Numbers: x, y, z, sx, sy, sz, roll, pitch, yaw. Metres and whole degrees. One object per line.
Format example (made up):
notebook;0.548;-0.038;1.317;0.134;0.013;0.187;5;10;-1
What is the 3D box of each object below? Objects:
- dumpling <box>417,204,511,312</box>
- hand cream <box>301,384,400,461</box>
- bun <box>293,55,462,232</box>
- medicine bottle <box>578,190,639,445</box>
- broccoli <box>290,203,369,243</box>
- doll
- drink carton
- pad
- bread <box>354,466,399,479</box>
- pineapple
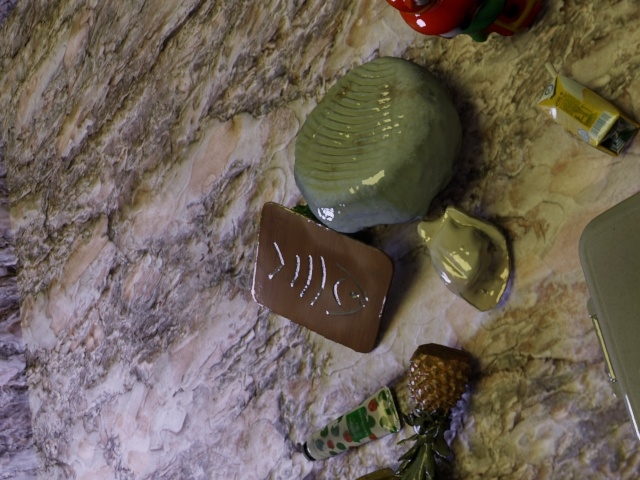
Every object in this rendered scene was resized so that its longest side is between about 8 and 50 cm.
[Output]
dumpling;0.257;0.023;1.775;0.199;0.118;0.136;49;114;10
hand cream;0.060;0.382;2.057;0.276;0.059;0.095;-37;61;41
bun;0.115;-0.171;1.886;0.354;0.194;0.354;-25;48;31
medicine bottle;0.509;0.107;1.413;0.282;0.123;0.375;-34;62;46
broccoli;0.000;0.000;2.059;0.156;0.195;0.195;-51;47;16
doll;0.213;-0.415;1.650;0.160;0.363;0.182;56;131;25
drink carton;0.403;-0.211;1.615;0.200;0.084;0.074;47;114;45
pad;-0.001;0.078;1.994;0.284;0.018;0.286;24;136;15
bread;0.121;0.573;1.904;0.152;0.119;0.288;-49;52;36
pineapple;0.203;0.330;1.826;0.130;0.119;0.277;11;101;9
